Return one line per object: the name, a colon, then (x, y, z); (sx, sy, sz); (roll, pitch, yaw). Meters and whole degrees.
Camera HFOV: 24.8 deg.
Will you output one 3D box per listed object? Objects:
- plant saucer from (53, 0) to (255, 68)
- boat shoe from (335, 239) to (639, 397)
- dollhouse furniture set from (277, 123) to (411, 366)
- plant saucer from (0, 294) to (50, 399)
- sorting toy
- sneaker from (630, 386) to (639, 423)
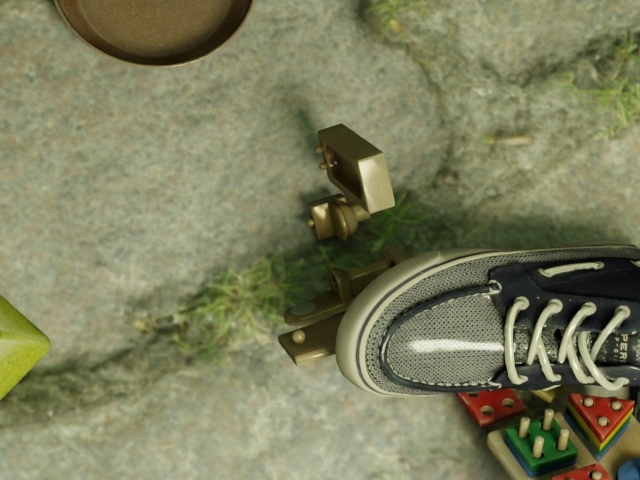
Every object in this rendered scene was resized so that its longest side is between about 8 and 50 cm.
plant saucer: (-0.159, -0.249, 1.391); (0.198, 0.036, 0.199); (2, 72, -6)
boat shoe: (0.191, 0.072, 1.217); (0.340, 0.158, 0.127); (-13, 109, -29)
dollhouse furniture set: (0.000, 0.000, 1.277); (0.123, 0.144, 0.151); (-18, 112, -12)
plant saucer: (-0.363, 0.090, 1.251); (0.188, 0.045, 0.188); (41, 72, 6)
sorting toy: (0.225, 0.176, 1.223); (0.132, 0.046, 0.274); (-13, 41, -19)
sneaker: (0.321, 0.176, 1.296); (0.080, 0.081, 0.211); (8, 70, -3)
